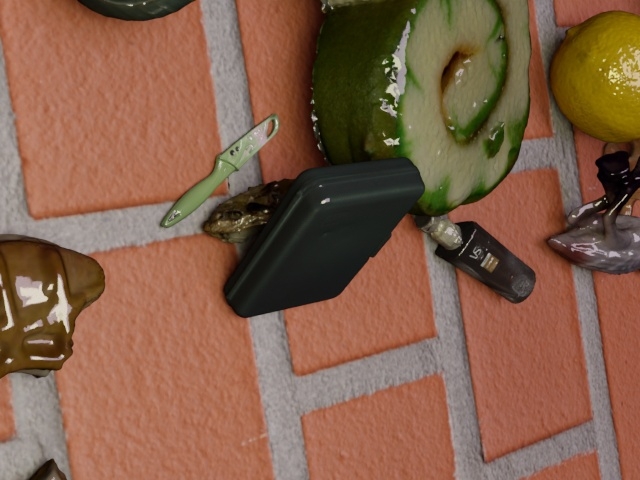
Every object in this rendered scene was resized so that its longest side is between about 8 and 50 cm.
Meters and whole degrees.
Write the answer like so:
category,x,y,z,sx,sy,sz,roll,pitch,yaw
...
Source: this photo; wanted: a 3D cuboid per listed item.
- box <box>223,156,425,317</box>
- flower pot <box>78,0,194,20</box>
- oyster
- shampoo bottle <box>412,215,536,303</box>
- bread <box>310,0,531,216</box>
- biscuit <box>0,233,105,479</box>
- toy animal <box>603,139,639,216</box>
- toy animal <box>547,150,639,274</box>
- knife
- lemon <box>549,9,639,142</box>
category,x,y,z,sx,sy,sz,roll,pitch,yaw
box,0.000,0.000,1.104,0.160,0.230,0.050,-10,61,-37
flower pot,-0.167,-0.334,1.009,0.189,0.157,0.243,37,96,-32
oyster,-0.048,-0.040,1.142,0.177,0.105,0.056,-21,103,-7
shampoo bottle,0.202,0.015,1.350,0.208,0.063,0.057,33,78,-32
bread,0.129,-0.223,1.217,0.366,0.129,0.382,-58,133,-29
biscuit,-0.315,0.178,0.916,0.268,0.115,0.366,-8,90,-38
toy animal,0.525,-0.107,1.520,0.104,0.185,0.184,7,84,-39
toy animal,0.453,0.000,1.503,0.324,0.195,0.090,45,18,-47
knife,-0.112,-0.082,1.150,0.207,0.014,0.030,-46,113,-31
lemon,0.426,-0.232,1.458,0.203,0.178,0.178,44,62,-10
